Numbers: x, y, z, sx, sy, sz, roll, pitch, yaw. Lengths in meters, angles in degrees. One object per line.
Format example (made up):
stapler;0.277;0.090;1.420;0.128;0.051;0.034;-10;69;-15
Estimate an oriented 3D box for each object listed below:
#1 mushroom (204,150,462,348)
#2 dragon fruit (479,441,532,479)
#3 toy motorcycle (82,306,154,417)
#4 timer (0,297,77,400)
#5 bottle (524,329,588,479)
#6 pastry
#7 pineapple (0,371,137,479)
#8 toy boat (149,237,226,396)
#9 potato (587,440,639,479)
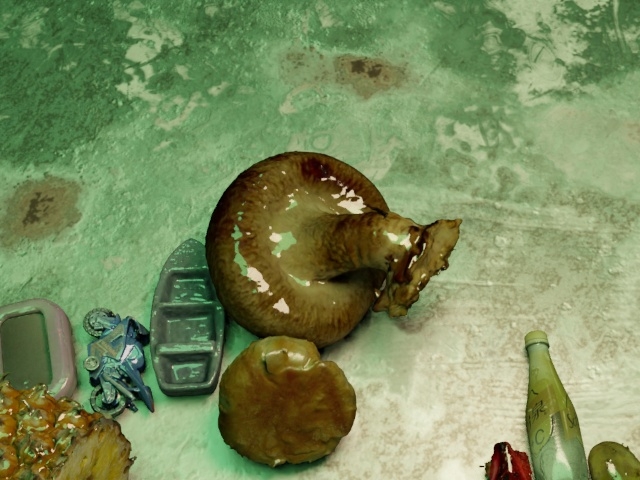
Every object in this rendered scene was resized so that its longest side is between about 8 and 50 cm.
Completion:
mushroom;-0.014;0.017;1.810;0.334;0.356;0.331;38;83;-8
dragon fruit;0.268;0.395;1.688;0.092;0.122;0.192;-19;55;31
toy motorcycle;-0.335;0.199;1.877;0.114;0.076;0.205;-8;60;-8
timer;-0.507;0.205;1.886;0.191;0.069;0.208;-14;58;-1
bottle;0.360;0.265;1.766;0.083;0.083;0.269;-5;59;2
pastry;-0.060;0.256;1.749;0.229;0.218;0.100;-35;18;9
pineapple;-0.465;0.360;1.635;0.300;0.352;0.352;12;61;13
toy boat;-0.221;0.130;1.900;0.127;0.078;0.283;-4;59;4
potato;0.456;0.366;1.701;0.091;0.070;0.138;-1;53;-41
